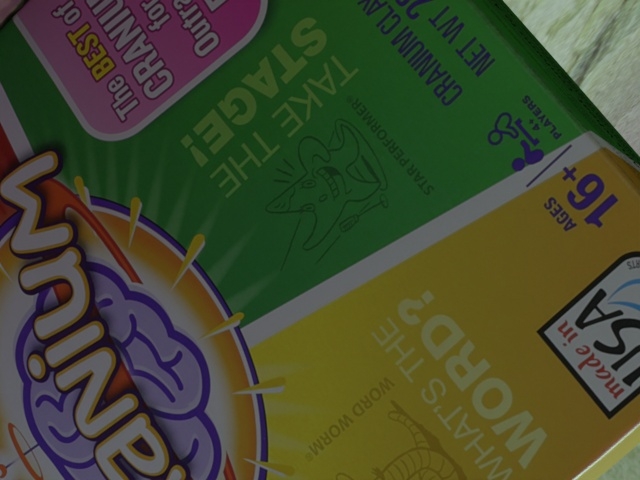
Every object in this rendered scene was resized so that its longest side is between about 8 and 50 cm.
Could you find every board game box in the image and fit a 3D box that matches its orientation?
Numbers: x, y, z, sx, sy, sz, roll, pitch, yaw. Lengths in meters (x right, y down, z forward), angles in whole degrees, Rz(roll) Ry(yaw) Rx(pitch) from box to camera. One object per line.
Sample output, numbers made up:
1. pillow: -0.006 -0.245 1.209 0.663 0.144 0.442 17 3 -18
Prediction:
1. board game box: -0.046 0.040 0.633 0.316 0.242 0.064 -44 164 15
